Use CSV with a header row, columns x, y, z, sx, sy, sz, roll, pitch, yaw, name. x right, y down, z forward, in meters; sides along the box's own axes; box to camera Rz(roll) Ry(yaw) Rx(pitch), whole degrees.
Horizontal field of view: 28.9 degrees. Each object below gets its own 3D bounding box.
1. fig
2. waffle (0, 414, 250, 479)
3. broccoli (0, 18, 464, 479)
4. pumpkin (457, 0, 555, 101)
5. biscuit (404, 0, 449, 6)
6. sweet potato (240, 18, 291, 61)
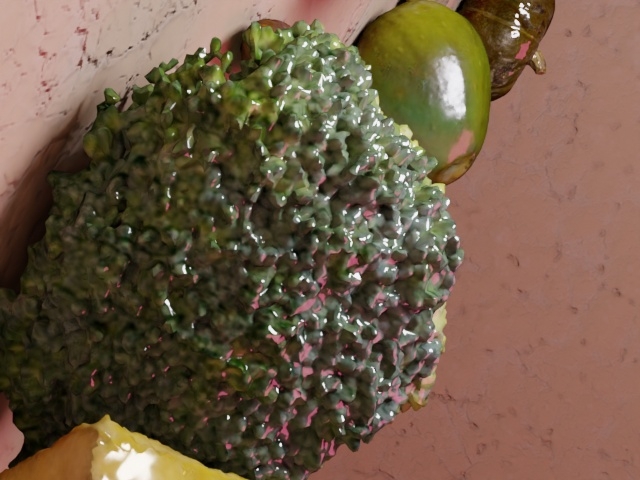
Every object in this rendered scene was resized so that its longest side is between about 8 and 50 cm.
x,y,z,sx,sy,sz,roll,pitch,yaw,name
0.100,-0.147,1.306,0.181,0.191,0.181,-21,158,-9,fig
-0.122,0.197,0.714,0.248,0.221,0.055,-31,-134,30,waffle
-0.043,0.045,0.790,0.375,0.249,0.302,-69,167,19,broccoli
0.275,-0.304,1.863,0.219,0.162,0.219,-56,175,-8,pumpkin
0.106,-0.245,1.436,0.290,0.038,0.141,-63,171,24,biscuit
-0.026,-0.135,0.952,0.218,0.051,0.065,40,48,-76,sweet potato
